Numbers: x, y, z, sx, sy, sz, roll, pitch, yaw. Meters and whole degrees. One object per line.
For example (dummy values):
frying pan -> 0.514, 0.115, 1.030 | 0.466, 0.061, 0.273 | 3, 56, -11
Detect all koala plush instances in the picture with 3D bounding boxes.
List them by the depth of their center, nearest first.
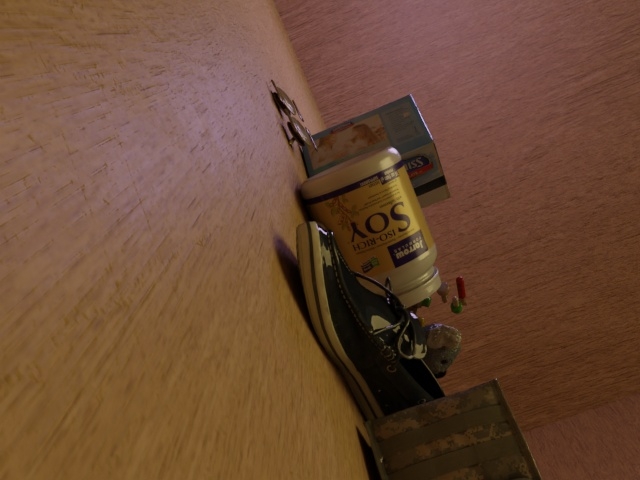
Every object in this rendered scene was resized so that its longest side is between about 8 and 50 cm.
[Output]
koala plush -> 0.239, 0.270, 1.624 | 0.196, 0.221, 0.203 | 50, 20, -68

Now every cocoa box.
cocoa box -> 0.151, -0.203, 1.868 | 0.228, 0.347, 0.231 | 60, 11, -46

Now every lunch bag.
lunch bag -> 0.216, 0.393, 1.013 | 0.169, 0.235, 0.287 | 69, 4, -48

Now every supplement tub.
supplement tub -> 0.119, -0.020, 1.507 | 0.241, 0.241, 0.331 | -73, 140, -79

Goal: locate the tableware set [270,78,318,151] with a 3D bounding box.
tableware set -> -0.080, -0.313, 1.723 | 0.128, 0.039, 0.194 | 33, 28, -58

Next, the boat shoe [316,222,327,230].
boat shoe -> 0.000, 0.000, 1.396 | 0.035, 0.035, 0.100 | 63, 15, -57

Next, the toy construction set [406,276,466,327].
toy construction set -> 0.319, 0.236, 2.140 | 0.237, 0.308, 0.257 | 68, 13, -47

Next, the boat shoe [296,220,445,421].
boat shoe -> 0.091, 0.154, 1.134 | 0.187, 0.156, 0.500 | -98, 164, -55
